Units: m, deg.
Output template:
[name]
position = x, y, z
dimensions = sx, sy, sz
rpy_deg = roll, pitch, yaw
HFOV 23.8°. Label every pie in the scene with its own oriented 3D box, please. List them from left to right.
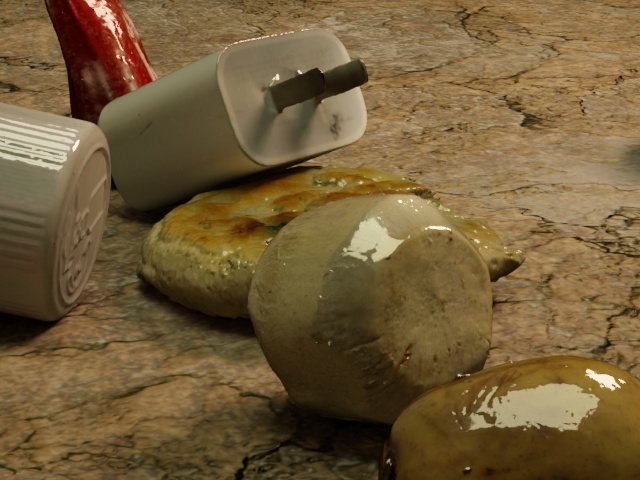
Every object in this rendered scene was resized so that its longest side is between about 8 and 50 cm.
[pie]
position = 0.000, 0.000, 1.318
dimensions = 0.338, 0.075, 0.337
rpy_deg = -2, 16, 1

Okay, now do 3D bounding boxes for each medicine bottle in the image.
[medicine bottle]
position = -0.379, -0.045, 1.253
dimensions = 0.395, 0.242, 0.242
rpy_deg = 16, 20, 2

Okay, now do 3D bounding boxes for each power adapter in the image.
[power adapter]
position = -0.065, -0.125, 1.470
dimensions = 0.255, 0.124, 0.187
rpy_deg = -19, 1, 44

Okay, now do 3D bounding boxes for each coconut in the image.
[coconut]
position = 0.032, 0.051, 1.054
dimensions = 0.161, 0.161, 0.162
rpy_deg = -13, 3, -32

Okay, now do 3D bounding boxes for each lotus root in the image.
[lotus root]
position = 0.137, 0.123, 0.890
dimensions = 0.221, 0.118, 0.125
rpy_deg = -12, 36, -3

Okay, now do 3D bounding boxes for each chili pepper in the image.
[chili pepper]
position = -0.227, -0.191, 1.637
dimensions = 0.144, 0.252, 0.136
rpy_deg = -28, 14, -40
